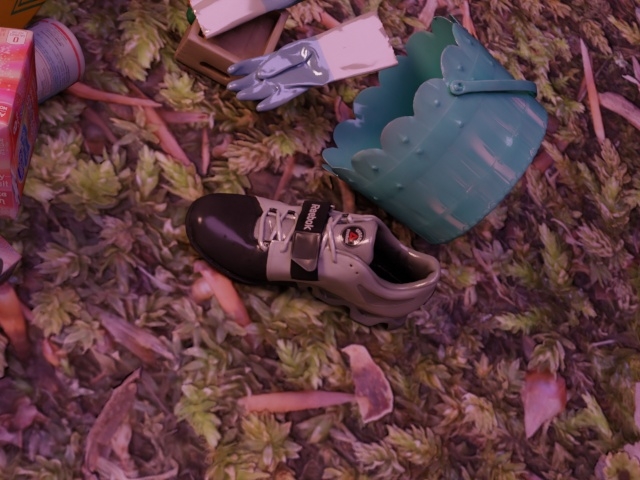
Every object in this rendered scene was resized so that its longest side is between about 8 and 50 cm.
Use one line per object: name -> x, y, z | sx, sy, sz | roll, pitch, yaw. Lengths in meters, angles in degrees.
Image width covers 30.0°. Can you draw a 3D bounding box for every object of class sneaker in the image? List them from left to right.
sneaker -> 0.000, 0.000, 1.487 | 0.331, 0.146, 0.122 | 19, 58, -18

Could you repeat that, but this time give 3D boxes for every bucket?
bucket -> 0.154, -0.143, 1.577 | 0.183, 0.281, 0.281 | 38, 52, -15

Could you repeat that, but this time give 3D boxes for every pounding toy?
pounding toy -> -0.134, -0.286, 1.605 | 0.141, 0.100, 0.130 | 27, 67, -14

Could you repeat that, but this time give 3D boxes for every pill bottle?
pill bottle -> -0.364, -0.195, 1.417 | 0.087, 0.087, 0.160 | 49, 52, 2

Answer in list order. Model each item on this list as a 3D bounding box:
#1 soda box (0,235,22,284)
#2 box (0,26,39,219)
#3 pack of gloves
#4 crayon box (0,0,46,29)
soda box -> -0.419, -0.016, 1.309 | 0.183, 0.058, 0.063 | 43, 52, -1
box -> -0.454, -0.133, 1.229 | 0.300, 0.142, 0.154 | 6, 48, -5
pack of gloves -> -0.041, -0.277, 1.571 | 0.232, 0.046, 0.195 | -21, 84, -16
crayon box -> -0.426, -0.323, 1.405 | 0.203, 0.083, 0.323 | 17, 53, 12
